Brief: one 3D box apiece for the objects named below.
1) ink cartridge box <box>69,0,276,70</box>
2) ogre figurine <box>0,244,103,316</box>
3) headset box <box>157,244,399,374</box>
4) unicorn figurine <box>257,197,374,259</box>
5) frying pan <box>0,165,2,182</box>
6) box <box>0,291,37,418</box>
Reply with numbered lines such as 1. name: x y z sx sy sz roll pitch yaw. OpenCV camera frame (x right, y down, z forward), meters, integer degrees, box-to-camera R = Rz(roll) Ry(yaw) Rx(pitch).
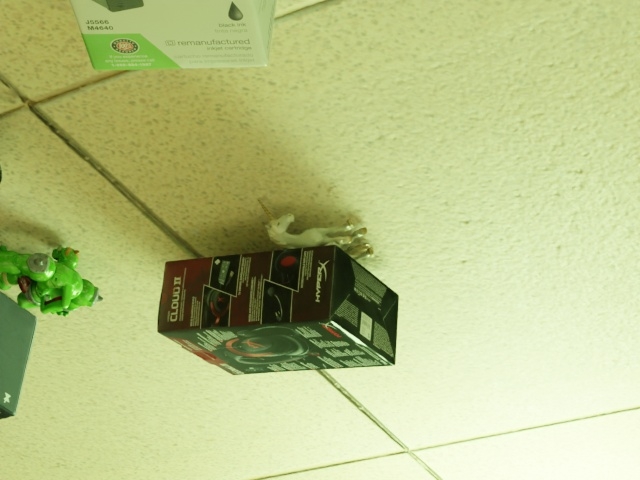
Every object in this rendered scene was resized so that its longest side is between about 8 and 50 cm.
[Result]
1. ink cartridge box: -0.165 -0.306 1.568 0.198 0.114 0.273 0 145 9
2. ogre figurine: -0.390 0.060 2.151 0.118 0.097 0.197 -4 135 33
3. headset box: -0.068 0.102 2.096 0.293 0.110 0.218 -6 157 26
4. unicorn figurine: 0.000 0.000 2.034 0.111 0.060 0.162 -14 140 24
5. frying pan: -0.548 -0.124 1.947 0.326 0.053 0.197 2 146 26
6. box: -0.653 0.140 2.231 0.313 0.179 0.343 -16 140 30
